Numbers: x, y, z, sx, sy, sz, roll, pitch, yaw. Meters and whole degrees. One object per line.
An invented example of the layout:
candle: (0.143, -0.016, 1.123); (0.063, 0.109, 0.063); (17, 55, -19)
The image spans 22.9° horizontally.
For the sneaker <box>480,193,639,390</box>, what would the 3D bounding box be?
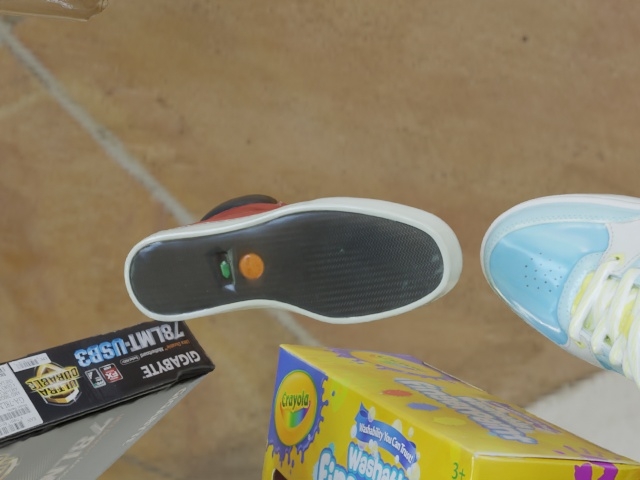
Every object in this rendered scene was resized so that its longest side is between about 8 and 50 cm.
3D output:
sneaker: (0.222, 0.056, 1.039); (0.319, 0.208, 0.127); (23, 104, 26)

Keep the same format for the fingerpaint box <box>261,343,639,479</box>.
fingerpaint box: (0.077, 0.316, 1.415); (0.163, 0.445, 0.371); (6, 96, -22)

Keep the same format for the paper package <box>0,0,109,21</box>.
paper package: (-0.359, -0.268, 1.147); (0.325, 0.309, 0.168); (2, 100, -36)

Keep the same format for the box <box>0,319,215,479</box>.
box: (-0.276, 0.189, 1.324); (0.295, 0.073, 0.293); (-42, 162, 32)

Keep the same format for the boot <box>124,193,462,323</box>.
boot: (0.000, 0.000, 1.169); (0.244, 0.176, 0.088); (-3, 102, 21)
